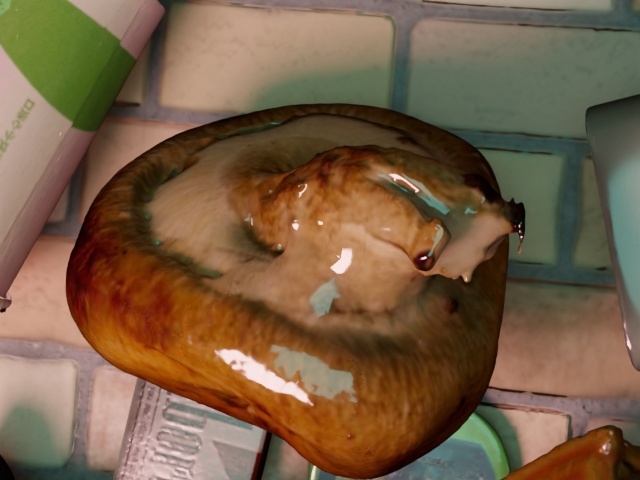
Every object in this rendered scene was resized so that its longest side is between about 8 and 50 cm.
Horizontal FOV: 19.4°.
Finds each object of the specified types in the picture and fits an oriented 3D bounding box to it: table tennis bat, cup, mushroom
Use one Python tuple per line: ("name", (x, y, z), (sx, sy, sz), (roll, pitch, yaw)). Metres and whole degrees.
("table tennis bat", (0.080, 0.152, 1.467), (0.160, 0.039, 0.257), (14, 94, 7))
("cup", (-0.267, -0.121, 1.434), (0.253, 0.253, 0.274), (36, 88, 8))
("mushroom", (0.000, 0.000, 1.334), (0.345, 0.345, 0.259), (11, 129, 9))

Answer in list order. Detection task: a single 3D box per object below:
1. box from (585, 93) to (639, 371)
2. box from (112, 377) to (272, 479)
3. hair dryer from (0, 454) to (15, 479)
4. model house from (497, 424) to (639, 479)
("box", (0.285, -0.013, 1.378), (0.135, 0.163, 0.243), (-12, 89, 18))
("box", (-0.091, 0.129, 1.494), (0.115, 0.036, 0.177), (14, 92, 10))
("hair dryer", (-0.168, 0.320, 1.443), (0.320, 0.156, 0.284), (11, 95, 12))
("model house", (0.198, 0.270, 1.387), (0.199, 0.219, 0.229), (-37, 75, 49))
